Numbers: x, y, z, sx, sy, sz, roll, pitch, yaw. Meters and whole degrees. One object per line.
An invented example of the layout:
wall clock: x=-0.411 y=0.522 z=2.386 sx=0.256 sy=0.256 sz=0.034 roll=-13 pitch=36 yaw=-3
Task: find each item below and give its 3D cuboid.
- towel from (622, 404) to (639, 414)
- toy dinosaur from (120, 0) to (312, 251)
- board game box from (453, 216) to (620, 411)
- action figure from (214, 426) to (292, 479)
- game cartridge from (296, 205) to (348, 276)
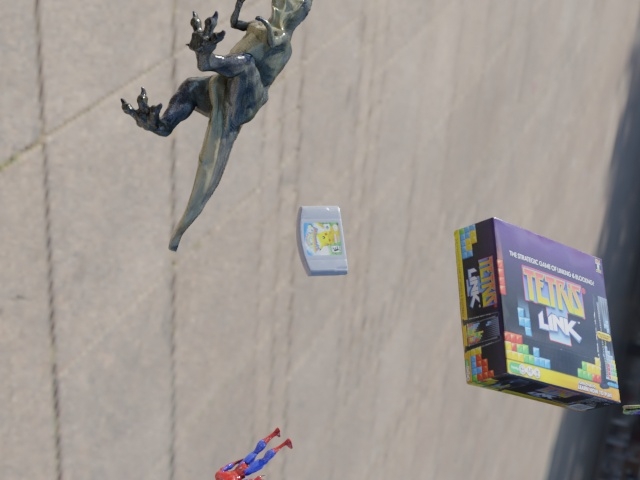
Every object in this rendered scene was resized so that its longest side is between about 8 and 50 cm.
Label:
towel: x=0.328 y=0.161 z=1.225 sx=0.083 sy=0.060 sz=0.009 roll=14 pitch=73 yaw=-53
toy dinosaur: x=-0.083 y=-0.116 z=1.007 sx=0.118 sy=0.064 sz=0.268 roll=19 pitch=99 yaw=-57
board game box: x=0.193 y=0.069 z=1.143 sx=0.170 sy=0.048 sz=0.141 roll=17 pitch=62 yaw=-43
action figure: x=-0.086 y=0.268 z=1.529 sx=0.115 sy=0.038 sz=0.030 roll=-33 pitch=147 yaw=-24
game cartridge: x=0.000 y=0.000 z=1.489 sx=0.017 sy=0.056 sz=0.083 roll=137 pitch=-53 yaw=-65
